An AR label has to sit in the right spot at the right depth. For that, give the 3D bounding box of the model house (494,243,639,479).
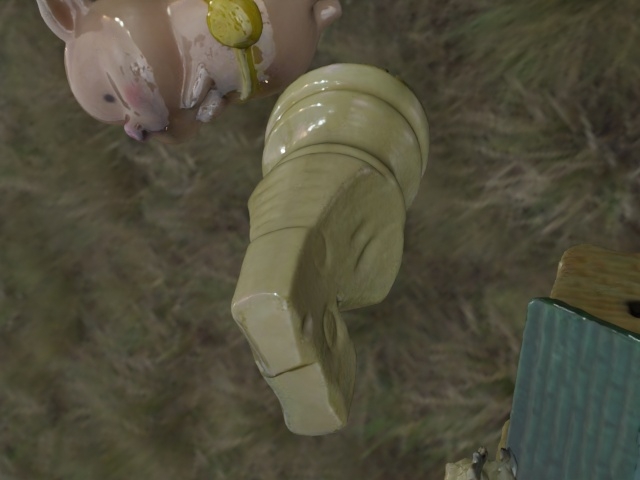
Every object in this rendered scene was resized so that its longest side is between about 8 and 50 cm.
[{"bbox_3d":[0.306,0.231,1.295,0.334,0.342,0.382,8,108,14],"label":"model house"}]

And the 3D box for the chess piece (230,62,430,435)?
[{"bbox_3d":[0.000,0.000,0.665,0.090,0.200,0.090,5,125,7],"label":"chess piece"}]

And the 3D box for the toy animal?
[{"bbox_3d":[-0.103,-0.173,1.230,0.165,0.248,0.149,66,-165,-55],"label":"toy animal"}]

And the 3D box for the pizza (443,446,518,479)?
[{"bbox_3d":[0.086,0.356,0.842,0.080,0.392,0.435,-13,83,20],"label":"pizza"}]
